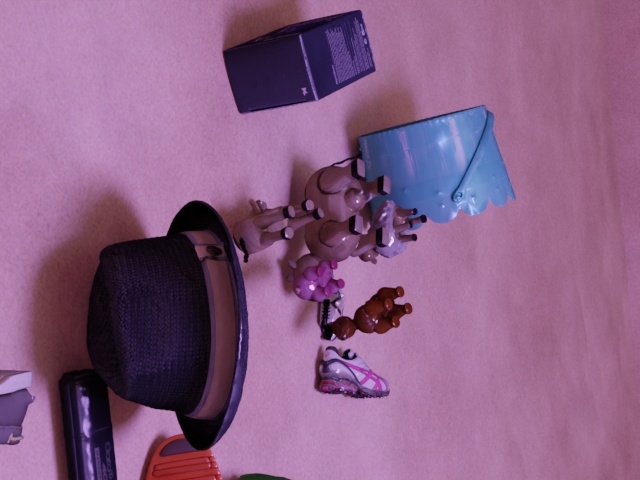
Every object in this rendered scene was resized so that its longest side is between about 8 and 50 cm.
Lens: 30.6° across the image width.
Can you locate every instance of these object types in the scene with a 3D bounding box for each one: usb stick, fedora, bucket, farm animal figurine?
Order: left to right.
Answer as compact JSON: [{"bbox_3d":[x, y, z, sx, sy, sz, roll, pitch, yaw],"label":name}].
[{"bbox_3d":[-0.291,0.301,1.495,0.077,0.045,0.277,-8,92,-65],"label":"usb stick"},{"bbox_3d":[-0.210,0.106,1.489,0.153,0.334,0.333,2,82,-24],"label":"fedora"},{"bbox_3d":[0.000,0.000,1.885,0.330,0.172,0.326,44,46,-32],"label":"farm animal figurine"},{"bbox_3d":[0.207,-0.132,2.135,0.281,0.281,0.183,-24,101,-56],"label":"bucket"}]

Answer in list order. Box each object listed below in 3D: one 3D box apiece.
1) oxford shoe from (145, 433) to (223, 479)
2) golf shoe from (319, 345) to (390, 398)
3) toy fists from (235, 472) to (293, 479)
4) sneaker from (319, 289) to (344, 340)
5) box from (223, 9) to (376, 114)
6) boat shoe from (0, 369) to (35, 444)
[{"bbox_3d":[-0.175,0.451,1.621,0.133,0.130,0.363,88,-4,-79],"label":"oxford shoe"},{"bbox_3d":[0.066,0.232,2.037,0.186,0.068,0.085,22,66,-54],"label":"golf shoe"},{"bbox_3d":[-0.032,0.432,1.793,0.279,0.142,0.096,42,63,-47],"label":"toy fists"},{"bbox_3d":[0.018,0.122,2.004,0.044,0.040,0.109,-22,104,-54],"label":"sneaker"},{"bbox_3d":[-0.030,-0.288,1.882,0.207,0.153,0.108,-36,115,-54],"label":"box"},{"bbox_3d":[-0.401,0.194,1.241,0.305,0.109,0.091,1,90,-74],"label":"boat shoe"}]
